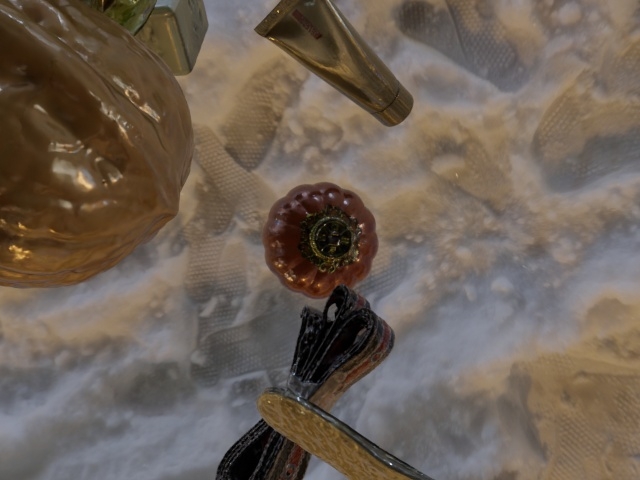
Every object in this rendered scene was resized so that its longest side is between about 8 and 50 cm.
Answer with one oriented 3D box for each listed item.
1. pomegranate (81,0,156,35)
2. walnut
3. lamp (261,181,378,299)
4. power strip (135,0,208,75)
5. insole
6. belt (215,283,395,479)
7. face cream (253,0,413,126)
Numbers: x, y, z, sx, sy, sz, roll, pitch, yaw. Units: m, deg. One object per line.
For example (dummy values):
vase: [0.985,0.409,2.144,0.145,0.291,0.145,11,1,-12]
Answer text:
pomegranate: [-0.358,-0.414,0.918,0.235,0.236,0.302,-17,83,13]
walnut: [-0.218,-0.079,0.466,0.260,0.225,0.225,29,97,0]
lamp: [0.000,0.000,1.219,0.223,0.196,0.224,0,88,-14]
power strip: [-0.291,-0.423,1.191,0.139,0.140,0.225,1,52,8]
insole: [0.059,0.176,0.446,0.247,0.011,0.081,31,141,10]
belt: [-0.024,0.238,0.937,0.126,0.094,0.360,27,84,34]
face cream: [0.044,-0.332,1.199,0.137,0.341,0.084,-39,43,21]
